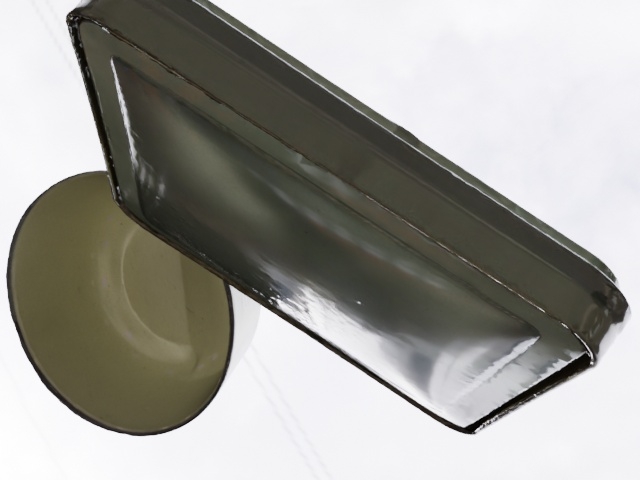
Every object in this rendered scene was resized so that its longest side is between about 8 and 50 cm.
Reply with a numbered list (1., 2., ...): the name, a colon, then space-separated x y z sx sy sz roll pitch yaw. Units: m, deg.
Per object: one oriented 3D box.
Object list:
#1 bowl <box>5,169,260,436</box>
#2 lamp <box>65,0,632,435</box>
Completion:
1. bowl: -0.149 0.045 0.961 0.237 0.126 0.238 7 -75 26
2. lamp: 0.000 0.000 0.547 0.266 0.269 0.047 35 -107 5
